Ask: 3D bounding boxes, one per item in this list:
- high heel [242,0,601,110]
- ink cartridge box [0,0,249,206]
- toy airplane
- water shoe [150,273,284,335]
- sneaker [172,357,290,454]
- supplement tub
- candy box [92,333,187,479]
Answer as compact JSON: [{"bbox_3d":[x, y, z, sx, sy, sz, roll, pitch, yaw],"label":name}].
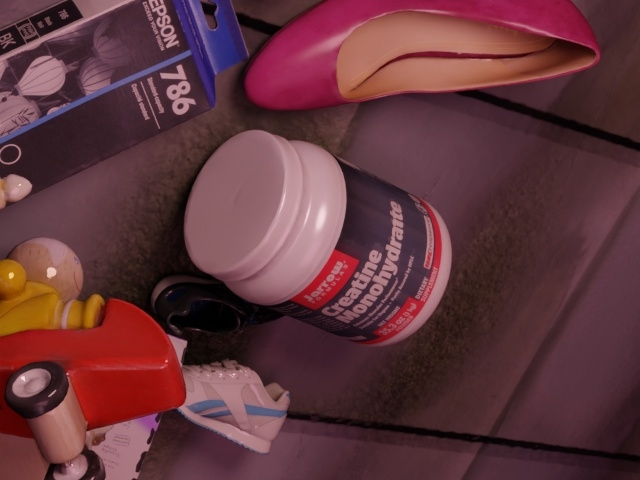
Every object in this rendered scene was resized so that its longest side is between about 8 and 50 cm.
[{"bbox_3d":[0.111,-0.200,1.552,0.377,0.181,0.127,-23,131,-13],"label":"high heel"},{"bbox_3d":[-0.228,-0.170,1.463,0.332,0.065,0.165,-28,132,-10],"label":"ink cartridge box"},{"bbox_3d":[-0.347,0.100,1.450,0.384,0.272,0.386,37,135,-8],"label":"toy airplane"},{"bbox_3d":[-0.103,0.086,1.708,0.203,0.080,0.073,-1,124,-29],"label":"water shoe"},{"bbox_3d":[-0.135,0.186,1.771,0.228,0.087,0.092,31,84,-39],"label":"sneaker"},{"bbox_3d":[0.000,0.000,1.629,0.272,0.191,0.191,24,109,-40],"label":"supplement tub"},{"bbox_3d":[-0.265,0.184,1.650,0.164,0.070,0.196,20,114,-7],"label":"candy box"}]
